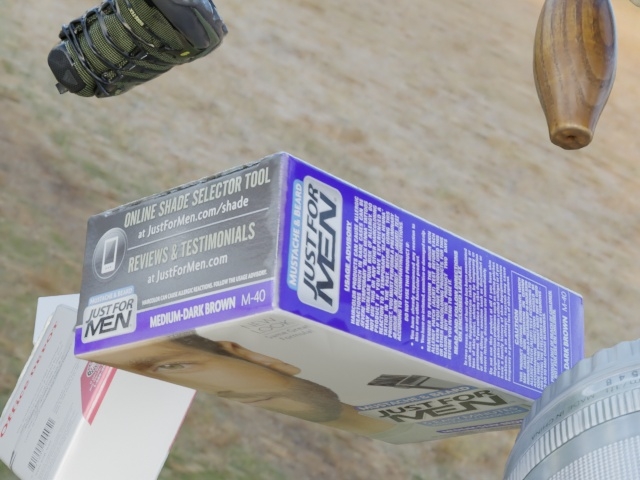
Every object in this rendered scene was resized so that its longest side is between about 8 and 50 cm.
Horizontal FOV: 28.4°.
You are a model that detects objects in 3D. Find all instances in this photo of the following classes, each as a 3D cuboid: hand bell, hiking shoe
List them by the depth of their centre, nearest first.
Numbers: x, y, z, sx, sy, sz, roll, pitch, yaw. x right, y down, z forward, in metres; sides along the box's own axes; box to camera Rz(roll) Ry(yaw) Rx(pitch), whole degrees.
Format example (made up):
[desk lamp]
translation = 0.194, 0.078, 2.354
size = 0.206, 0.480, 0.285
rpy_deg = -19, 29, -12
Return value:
[hand bell]
translation = 0.129, -0.149, 0.628
size = 0.126, 0.242, 0.126
rpy_deg = 8, -28, 4
[hiking shoe]
translation = -0.145, -0.148, 0.959
size = 0.086, 0.114, 0.227
rpy_deg = 54, -16, -4

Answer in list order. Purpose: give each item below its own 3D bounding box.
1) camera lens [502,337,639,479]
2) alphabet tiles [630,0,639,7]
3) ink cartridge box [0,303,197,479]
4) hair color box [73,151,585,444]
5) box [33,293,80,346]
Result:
[camera lens]
translation = 0.198, 0.203, 0.649
size = 0.219, 0.219, 0.274
rpy_deg = 23, 30, -5
[alphabet tiles]
translation = 0.265, -0.131, 0.543
size = 0.284, 0.278, 0.021
rpy_deg = 13, -22, -7
[ink cartridge box]
translation = -0.208, 0.154, 1.145
size = 0.092, 0.159, 0.218
rpy_deg = 29, -9, -27
[hair color box]
translation = 0.021, 0.058, 0.881
size = 0.185, 0.110, 0.338
rpy_deg = -15, -28, 40
[box]
translation = -0.345, 0.167, 1.884
size = 0.130, 0.171, 0.091
rpy_deg = -5, 45, -2
